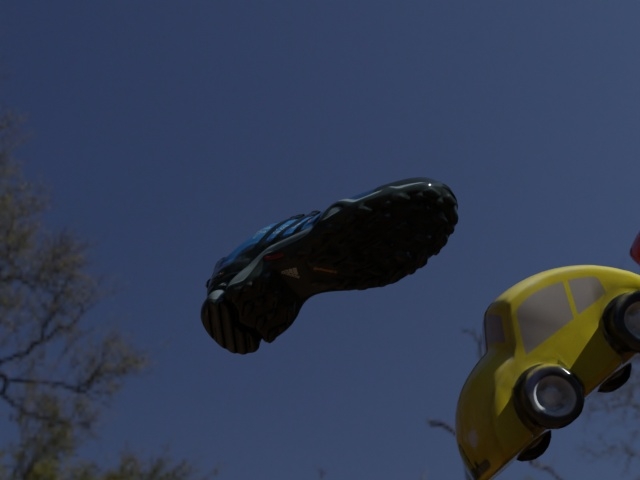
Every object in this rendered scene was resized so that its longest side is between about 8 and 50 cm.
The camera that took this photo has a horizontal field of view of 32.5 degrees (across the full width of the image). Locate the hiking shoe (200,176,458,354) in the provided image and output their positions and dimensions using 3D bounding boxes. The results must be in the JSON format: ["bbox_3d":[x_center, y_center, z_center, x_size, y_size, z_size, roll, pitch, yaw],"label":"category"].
[{"bbox_3d":[0.000,0.000,1.196,0.304,0.132,0.113,-26,-58,8],"label":"hiking shoe"}]

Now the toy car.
[{"bbox_3d":[0.157,-0.020,0.410,0.239,0.053,0.225,-23,-25,-45],"label":"toy car"}]
